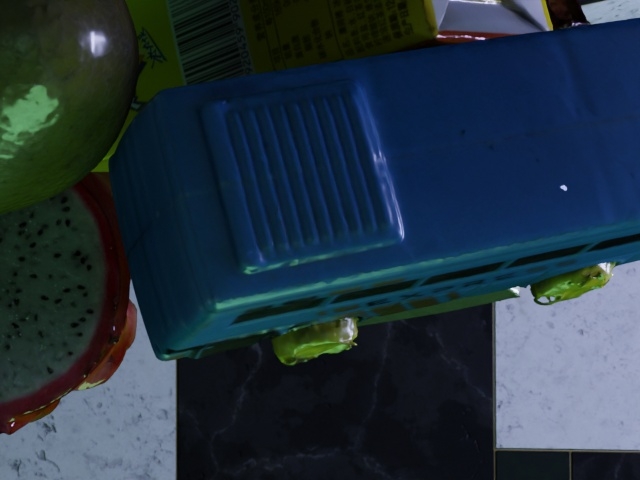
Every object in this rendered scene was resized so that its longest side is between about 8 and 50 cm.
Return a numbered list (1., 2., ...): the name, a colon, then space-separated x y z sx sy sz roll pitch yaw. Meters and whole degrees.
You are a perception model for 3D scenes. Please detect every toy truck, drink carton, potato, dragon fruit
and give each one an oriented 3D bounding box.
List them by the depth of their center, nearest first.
1. potato: -0.194 -0.088 0.778 0.251 0.159 0.174 -36 -166 49
2. toy truck: 0.076 -0.032 0.828 0.385 0.161 0.162 -10 168 -20
3. drink carton: -0.031 -0.136 0.948 0.351 0.111 0.154 -16 175 39
4. dragon fruit: -0.309 0.028 1.304 0.305 0.305 0.226 -13 -176 4

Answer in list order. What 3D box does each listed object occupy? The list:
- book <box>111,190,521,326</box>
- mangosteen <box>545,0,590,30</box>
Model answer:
1. book: 0.000 0.000 1.119 0.215 0.025 0.282 -13 147 40
2. mangosteen: 0.109 -0.096 1.165 0.287 0.233 0.287 12 149 7
